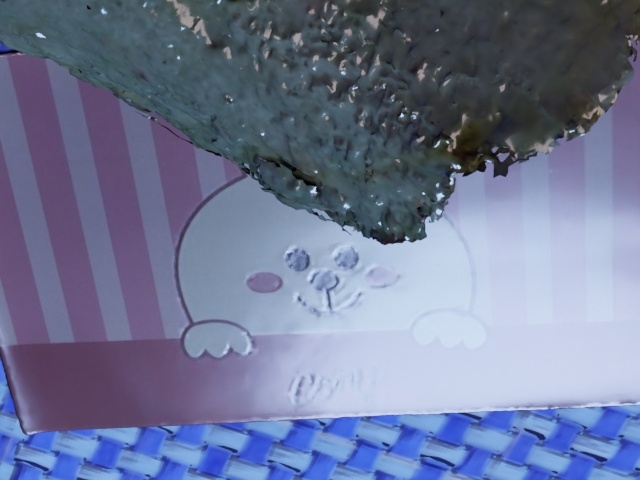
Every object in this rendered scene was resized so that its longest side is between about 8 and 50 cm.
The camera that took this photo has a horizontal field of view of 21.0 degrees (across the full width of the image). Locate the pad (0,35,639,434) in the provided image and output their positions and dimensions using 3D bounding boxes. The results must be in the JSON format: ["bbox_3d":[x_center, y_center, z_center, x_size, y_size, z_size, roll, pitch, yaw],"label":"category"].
[{"bbox_3d":[0.000,0.000,0.715,0.300,0.005,0.202,-3,126,7],"label":"pad"}]

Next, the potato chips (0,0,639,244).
[{"bbox_3d":[-0.004,-0.073,0.589,0.228,0.059,0.167,-26,108,41],"label":"potato chips"}]
